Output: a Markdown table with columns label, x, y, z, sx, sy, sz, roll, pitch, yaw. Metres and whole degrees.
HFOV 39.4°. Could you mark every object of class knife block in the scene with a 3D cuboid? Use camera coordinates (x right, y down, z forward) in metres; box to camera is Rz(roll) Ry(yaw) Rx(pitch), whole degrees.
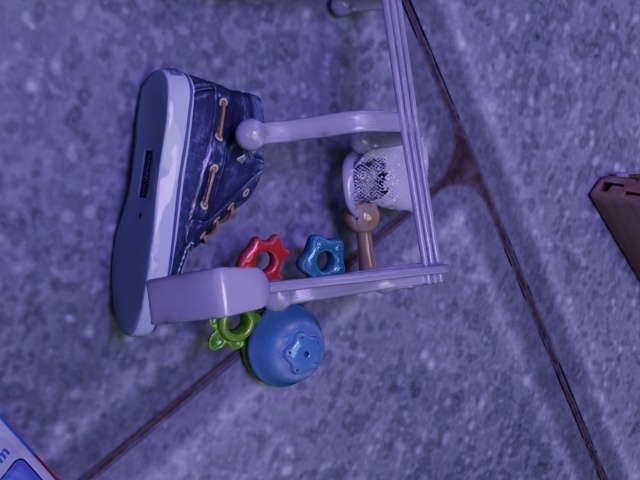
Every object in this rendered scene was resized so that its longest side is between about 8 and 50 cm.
| label | x | y | z | sx | sy | sz | roll | pitch | yaw |
| --- | --- | --- | --- | --- | --- | --- | --- | --- | --- |
| knife block | 0.400 | 0.049 | 0.943 | 0.276 | 0.088 | 0.242 | -4 | 102 | -34 |

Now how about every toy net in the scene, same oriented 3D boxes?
| label | x | y | z | sx | sy | sz | roll | pitch | yaw |
| --- | --- | --- | --- | --- | --- | --- | --- | --- | --- |
| toy net | 0.000 | 0.000 | 0.697 | 0.122 | 0.045 | 0.232 | 38 | 77 | -31 |

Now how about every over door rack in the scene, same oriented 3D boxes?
| label | x | y | z | sx | sy | sz | roll | pitch | yaw |
| --- | --- | --- | --- | --- | --- | --- | --- | --- | --- |
| over door rack | -0.026 | -0.078 | 0.538 | 0.324 | 0.108 | 0.239 | 1 | 79 | -65 |

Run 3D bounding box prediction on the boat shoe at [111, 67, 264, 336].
| label | x | y | z | sx | sy | sz | roll | pitch | yaw |
| --- | --- | --- | --- | --- | --- | --- | --- | --- | --- |
| boat shoe | -0.088 | -0.021 | 0.619 | 0.083 | 0.065 | 0.183 | 7 | 95 | -36 |

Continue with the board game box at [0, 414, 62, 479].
| label | x | y | z | sx | sy | sz | roll | pitch | yaw |
| --- | --- | --- | --- | --- | --- | --- | --- | --- | --- |
| board game box | -0.310 | 0.143 | 0.412 | 0.302 | 0.086 | 0.308 | 60 | 38 | -27 |
